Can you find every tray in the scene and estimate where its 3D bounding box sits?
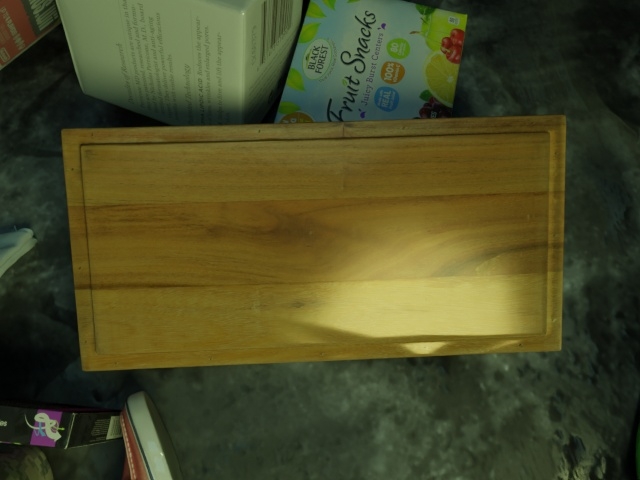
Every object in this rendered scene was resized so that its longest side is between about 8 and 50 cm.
[{"bbox_3d":[0.000,0.000,0.451,0.410,0.076,0.203,-2,97,-3],"label":"tray"}]

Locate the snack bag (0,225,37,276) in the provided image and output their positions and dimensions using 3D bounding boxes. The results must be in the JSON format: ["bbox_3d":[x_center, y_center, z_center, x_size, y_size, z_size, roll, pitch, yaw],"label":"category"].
[{"bbox_3d":[-0.422,0.095,0.363,0.322,0.342,0.037,-11,116,-4],"label":"snack bag"}]

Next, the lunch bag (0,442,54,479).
[{"bbox_3d":[-0.328,0.258,0.281,0.305,0.256,0.213,-7,87,-6],"label":"lunch bag"}]

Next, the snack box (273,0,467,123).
[{"bbox_3d":[0.052,-0.160,0.548,0.174,0.070,0.207,14,71,1],"label":"snack box"}]

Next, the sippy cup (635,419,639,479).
[{"bbox_3d":[0.416,0.189,0.372,0.224,0.240,0.306,25,111,-4],"label":"sippy cup"}]

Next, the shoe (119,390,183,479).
[{"bbox_3d":[-0.153,0.222,0.416,0.081,0.063,0.178,-20,77,-13],"label":"shoe"}]

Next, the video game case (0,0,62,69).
[{"bbox_3d":[-0.251,-0.302,0.527,0.025,0.204,0.285,46,74,-16],"label":"video game case"}]

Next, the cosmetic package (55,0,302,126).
[{"bbox_3d":[-0.128,-0.216,0.502,0.183,0.151,0.151,21,53,6],"label":"cosmetic package"}]

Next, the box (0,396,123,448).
[{"bbox_3d":[-0.257,0.144,0.413,0.162,0.116,0.029,7,72,1],"label":"box"}]
